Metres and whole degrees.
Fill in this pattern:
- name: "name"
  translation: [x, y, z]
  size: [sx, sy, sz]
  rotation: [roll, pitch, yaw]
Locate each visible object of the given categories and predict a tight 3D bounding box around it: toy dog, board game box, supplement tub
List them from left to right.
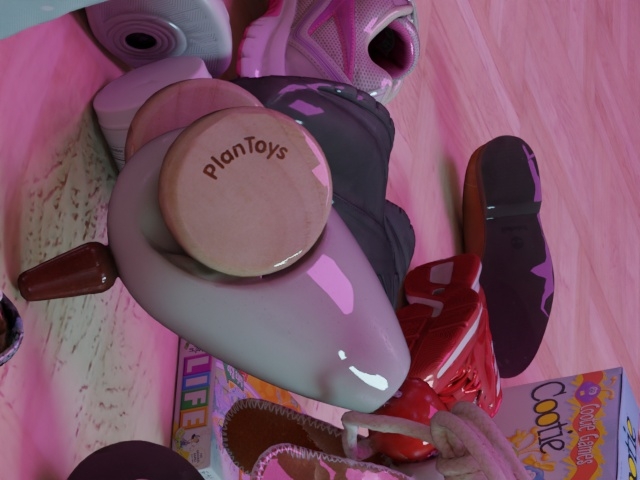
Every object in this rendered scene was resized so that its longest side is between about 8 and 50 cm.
- name: "supplement tub"
  translation: [-0.079, -0.044, 1.127]
  size: [0.071, 0.071, 0.107]
  rotation: [-65, 139, -59]
- name: "board game box"
  translation: [-0.042, 0.127, 1.192]
  size: [0.154, 0.026, 0.103]
  rotation: [53, 32, -50]
- name: "toy dog"
  translation: [-0.030, 0.074, 1.015]
  size: [0.334, 0.161, 0.220]
  rotation: [57, -6, 9]
- name: "board game box"
  translation: [0.222, 0.262, 1.662]
  size: [0.144, 0.142, 0.275]
  rotation: [-76, 148, -50]

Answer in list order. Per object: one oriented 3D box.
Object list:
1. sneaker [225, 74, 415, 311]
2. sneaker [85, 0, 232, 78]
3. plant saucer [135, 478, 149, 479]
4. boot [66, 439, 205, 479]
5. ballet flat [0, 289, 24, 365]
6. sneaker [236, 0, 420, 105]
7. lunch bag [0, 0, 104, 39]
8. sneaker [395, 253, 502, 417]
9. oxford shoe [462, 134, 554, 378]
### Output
- name: "sneaker"
  translation: [0.000, 0.000, 1.243]
  size: [0.286, 0.109, 0.130]
  rotation: [60, 32, -55]
- name: "sneaker"
  translation: [-0.108, -0.190, 1.117]
  size: [0.217, 0.079, 0.121]
  rotation: [49, 36, -51]
- name: "plant saucer"
  translation: [-0.087, 0.274, 0.798]
  size: [0.258, 0.047, 0.259]
  rotation: [63, 35, -20]
- name: "boot"
  translation: [-0.073, 0.252, 0.980]
  size: [0.115, 0.112, 0.305]
  rotation: [134, -58, -78]
- name: "ballet flat"
  translation: [-0.185, 0.004, 0.821]
  size: [0.188, 0.070, 0.070]
  rotation: [48, 35, -54]
- name: "sneaker"
  translation: [0.016, -0.146, 1.347]
  size: [0.103, 0.111, 0.252]
  rotation: [91, 8, -46]
- name: "lunch bag"
  translation: [-0.146, -0.227, 0.825]
  size: [0.160, 0.223, 0.262]
  rotation: [29, 51, -57]
- name: "sneaker"
  translation: [0.105, 0.103, 1.522]
  size: [0.221, 0.087, 0.128]
  rotation: [-55, 128, -62]
- name: "oxford shoe"
  translation: [0.160, 0.017, 1.756]
  size: [0.076, 0.076, 0.212]
  rotation: [162, -70, -70]
